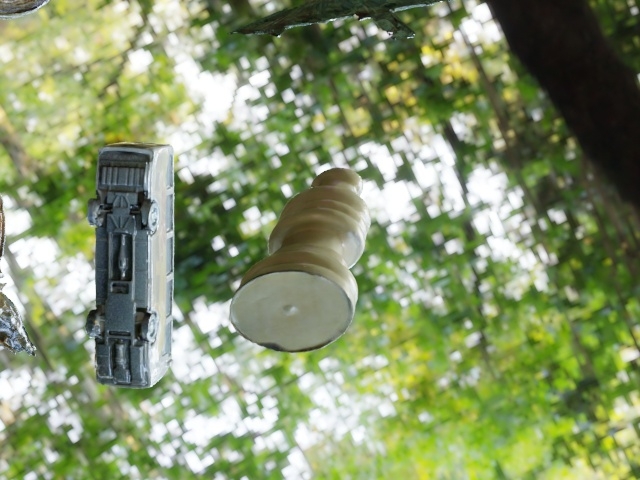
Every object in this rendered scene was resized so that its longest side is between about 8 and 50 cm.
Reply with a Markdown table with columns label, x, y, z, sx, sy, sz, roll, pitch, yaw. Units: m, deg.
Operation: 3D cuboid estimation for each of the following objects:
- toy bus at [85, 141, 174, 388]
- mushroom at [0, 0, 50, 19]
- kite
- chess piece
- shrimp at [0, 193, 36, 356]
| label | x | y | z | sx | sy | sz | roll | pitch | yaw |
| --- | --- | --- | --- | --- | --- | --- | --- | --- | --- |
| toy bus | -0.266 | 0.031 | 2.043 | 0.097 | 0.343 | 0.138 | 3 | -170 | 12 |
| mushroom | -0.404 | -0.373 | 1.774 | 0.231 | 0.194 | 0.138 | -18 | -163 | -25 |
| kite | 0.068 | -0.316 | 1.964 | 0.406 | 0.014 | 0.368 | -11 | -157 | -8 |
| chess piece | 0.000 | 0.000 | 1.731 | 0.139 | 0.124 | 0.307 | -49 | -170 | 34 |
| shrimp | -0.444 | 0.010 | 1.818 | 0.062 | 0.317 | 0.164 | -4 | -144 | 52 |
